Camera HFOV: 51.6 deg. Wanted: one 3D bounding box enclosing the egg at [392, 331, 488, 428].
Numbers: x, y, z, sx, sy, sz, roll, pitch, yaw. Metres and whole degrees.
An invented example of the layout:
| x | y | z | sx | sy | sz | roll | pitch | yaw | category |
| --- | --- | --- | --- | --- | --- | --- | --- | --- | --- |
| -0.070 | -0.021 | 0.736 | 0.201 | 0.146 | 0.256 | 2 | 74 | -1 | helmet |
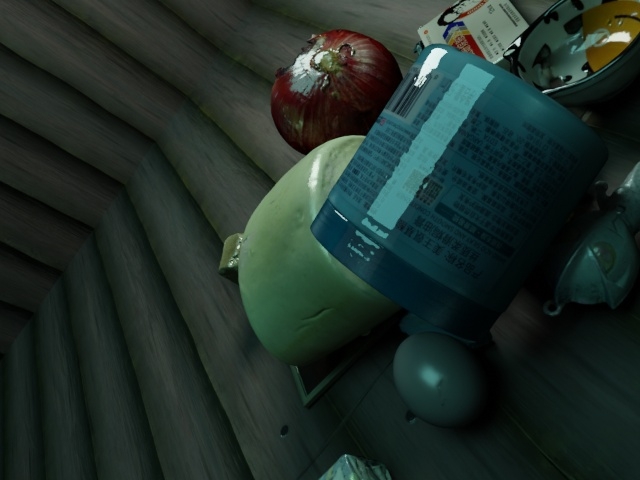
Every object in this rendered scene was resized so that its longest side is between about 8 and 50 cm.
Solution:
| x | y | z | sx | sy | sz | roll | pitch | yaw | category |
| --- | --- | --- | --- | --- | --- | --- | --- | --- | --- |
| 0.201 | 0.233 | 1.131 | 0.146 | 0.146 | 0.199 | -51 | 32 | 9 | egg |

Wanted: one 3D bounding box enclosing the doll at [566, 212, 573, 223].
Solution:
| x | y | z | sx | sy | sz | roll | pitch | yaw | category |
| --- | --- | --- | --- | --- | --- | --- | --- | --- | --- |
| 0.317 | -0.002 | 1.215 | 0.293 | 0.119 | 0.138 | -19 | 40 | 35 | doll |

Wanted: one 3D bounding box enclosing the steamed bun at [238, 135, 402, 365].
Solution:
| x | y | z | sx | sy | sz | roll | pitch | yaw | category |
| --- | --- | --- | --- | --- | --- | --- | --- | --- | --- |
| 0.000 | 0.000 | 1.401 | 0.371 | 0.290 | 0.456 | -35 | 34 | 37 | steamed bun |

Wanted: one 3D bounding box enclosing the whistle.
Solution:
| x | y | z | sx | sy | sz | roll | pitch | yaw | category |
| --- | --- | --- | --- | --- | --- | --- | --- | --- | --- |
| 0.461 | -0.017 | 1.044 | 0.346 | 0.134 | 0.142 | -50 | 30 | -6 | whistle |

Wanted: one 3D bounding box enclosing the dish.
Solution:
| x | y | z | sx | sy | sz | roll | pitch | yaw | category |
| --- | --- | --- | --- | --- | --- | --- | --- | --- | --- |
| 0.502 | -0.345 | 1.236 | 0.303 | 0.120 | 0.303 | -32 | 37 | 28 | dish |

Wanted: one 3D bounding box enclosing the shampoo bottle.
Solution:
| x | y | z | sx | sy | sz | roll | pitch | yaw | category |
| --- | --- | --- | --- | --- | --- | --- | --- | --- | --- |
| 0.209 | -0.078 | 1.030 | 0.343 | 0.331 | 0.331 | -58 | 33 | 11 | shampoo bottle |

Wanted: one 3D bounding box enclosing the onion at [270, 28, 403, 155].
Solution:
| x | y | z | sx | sy | sz | roll | pitch | yaw | category |
| --- | --- | --- | --- | --- | --- | --- | --- | --- | --- |
| 0.056 | -0.356 | 1.649 | 0.341 | 0.341 | 0.341 | -31 | 42 | 33 | onion |

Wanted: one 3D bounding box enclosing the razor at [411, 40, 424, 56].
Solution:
| x | y | z | sx | sy | sz | roll | pitch | yaw | category |
| --- | --- | --- | --- | --- | --- | --- | --- | --- | --- |
| 0.265 | -0.461 | 1.711 | 0.066 | 0.033 | 0.190 | -32 | 42 | 33 | razor |

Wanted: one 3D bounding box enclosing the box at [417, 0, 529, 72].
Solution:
| x | y | z | sx | sy | sz | roll | pitch | yaw | category |
| --- | --- | --- | --- | --- | --- | --- | --- | --- | --- |
| 0.358 | -0.459 | 1.520 | 0.214 | 0.069 | 0.353 | -33 | 34 | 20 | box |

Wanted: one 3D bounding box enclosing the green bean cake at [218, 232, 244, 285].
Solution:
| x | y | z | sx | sy | sz | roll | pitch | yaw | category |
| --- | --- | --- | --- | --- | --- | --- | --- | --- | --- |
| -0.167 | 0.067 | 1.696 | 0.085 | 0.179 | 0.109 | -19 | 47 | 44 | green bean cake |

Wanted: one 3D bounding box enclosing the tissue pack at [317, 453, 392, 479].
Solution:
| x | y | z | sx | sy | sz | roll | pitch | yaw | category |
| --- | --- | --- | --- | --- | --- | --- | --- | --- | --- |
| 0.015 | 0.553 | 1.126 | 0.311 | 0.128 | 0.228 | -48 | 35 | 16 | tissue pack |

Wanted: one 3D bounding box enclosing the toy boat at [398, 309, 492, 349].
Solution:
| x | y | z | sx | sy | sz | roll | pitch | yaw | category |
| --- | --- | --- | --- | --- | --- | --- | --- | --- | --- |
| 0.236 | 0.144 | 1.236 | 0.102 | 0.088 | 0.215 | -36 | 20 | -34 | toy boat |

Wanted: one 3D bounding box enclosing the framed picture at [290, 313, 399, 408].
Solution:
| x | y | z | sx | sy | sz | roll | pitch | yaw | category |
| --- | --- | --- | --- | --- | --- | --- | --- | --- | --- |
| 0.035 | 0.204 | 1.478 | 0.289 | 0.020 | 0.211 | -47 | 34 | 15 | framed picture |
